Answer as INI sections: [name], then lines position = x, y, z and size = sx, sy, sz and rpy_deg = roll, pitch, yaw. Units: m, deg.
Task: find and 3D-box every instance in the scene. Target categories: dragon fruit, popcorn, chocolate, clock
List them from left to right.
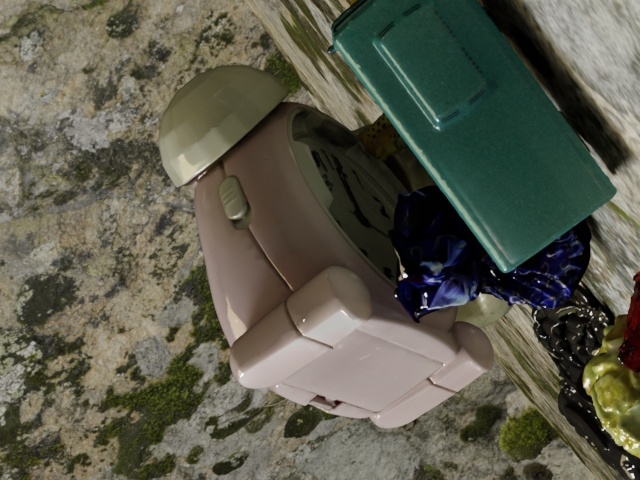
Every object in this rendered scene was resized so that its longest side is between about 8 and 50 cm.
[clock]
position = 0.000, 0.000, 1.446
size = 0.342, 0.184, 0.326
rpy_deg = 31, -146, -54
[chocolate]
position = 0.139, 0.000, 1.374
size = 0.126, 0.148, 0.343
rpy_deg = 11, -176, 32
[popcorn]
position = 0.318, 0.143, 1.366
size = 0.162, 0.141, 0.135
rpy_deg = -3, 134, 39
[dragon fruit]
position = 0.320, 0.084, 1.274
size = 0.131, 0.097, 0.063
rpy_deg = 32, -172, -16

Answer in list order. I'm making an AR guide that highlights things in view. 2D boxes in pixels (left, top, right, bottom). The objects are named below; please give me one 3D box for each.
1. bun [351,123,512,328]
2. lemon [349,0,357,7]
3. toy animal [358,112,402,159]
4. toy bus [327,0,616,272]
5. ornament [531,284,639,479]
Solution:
[bun]
position = 0.085, -0.029, 1.777
size = 0.360, 0.359, 0.211
rpy_deg = -129, 34, -52
[lemon]
position = 0.061, -0.241, 1.499
size = 0.065, 0.065, 0.092
rpy_deg = 53, 170, -20
[toy animal]
position = 0.114, -0.116, 1.388
size = 0.073, 0.136, 0.181
rpy_deg = 53, 178, -26
[toy bus]
position = 0.122, -0.110, 1.190
size = 0.256, 0.128, 0.147
rpy_deg = 53, -171, -3
[ornament]
position = 0.345, 0.152, 1.868
size = 0.260, 0.106, 0.251
rpy_deg = 59, 174, -26
